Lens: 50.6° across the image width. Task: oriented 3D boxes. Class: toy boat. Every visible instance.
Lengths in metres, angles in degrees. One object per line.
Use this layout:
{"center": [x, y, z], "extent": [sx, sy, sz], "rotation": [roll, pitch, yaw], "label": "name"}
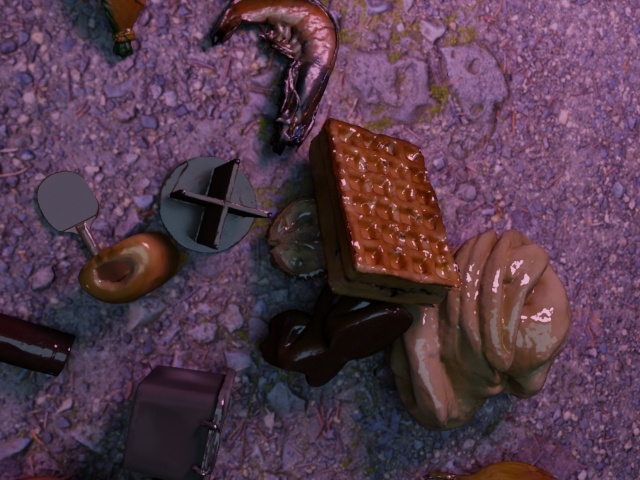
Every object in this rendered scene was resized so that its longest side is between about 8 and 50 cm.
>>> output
{"center": [-0.340, -0.411, 1.076], "extent": [0.088, 0.089, 0.229], "rotation": [-22, 98, 24], "label": "toy boat"}

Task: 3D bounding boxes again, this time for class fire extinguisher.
{"center": [-0.526, 0.147, 1.046], "extent": [0.268, 0.072, 0.089], "rotation": [21, 123, -16], "label": "fire extinguisher"}

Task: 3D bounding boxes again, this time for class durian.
{"center": [0.000, 0.000, 1.171], "extent": [0.189, 0.091, 0.148], "rotation": [3, 84, 5], "label": "durian"}

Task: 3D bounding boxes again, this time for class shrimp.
{"center": [-0.085, -0.296, 1.157], "extent": [0.223, 0.054, 0.290], "rotation": [12, 85, -17], "label": "shrimp"}

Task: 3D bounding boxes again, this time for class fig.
{"center": [0.323, 0.481, 1.274], "extent": [0.257, 0.159, 0.159], "rotation": [16, 87, 4], "label": "fig"}

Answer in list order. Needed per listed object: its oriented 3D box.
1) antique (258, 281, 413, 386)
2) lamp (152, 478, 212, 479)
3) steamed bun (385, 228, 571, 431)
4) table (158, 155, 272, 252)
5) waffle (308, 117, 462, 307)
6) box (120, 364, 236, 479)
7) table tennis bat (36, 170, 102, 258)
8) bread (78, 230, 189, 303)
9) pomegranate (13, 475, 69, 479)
{"center": [0.015, 0.139, 1.146], "extent": [0.257, 0.143, 0.121], "rotation": [-35, 137, 11], "label": "antique"}
{"center": [-0.214, 0.448, 1.113], "extent": [0.135, 0.156, 0.157], "rotation": [-16, 136, -51], "label": "lamp"}
{"center": [0.289, 0.156, 1.196], "extent": [0.373, 0.230, 0.324], "rotation": [-23, 101, -16], "label": "steamed bun"}
{"center": [-0.162, -0.056, 1.056], "extent": [0.167, 0.227, 0.166], "rotation": [-1, 93, -16], "label": "table"}
{"center": [0.097, -0.047, 1.107], "extent": [0.213, 0.091, 0.307], "rotation": [12, 52, -30], "label": "waffle"}
{"center": [-0.216, 0.281, 1.056], "extent": [0.135, 0.243, 0.163], "rotation": [13, 90, -5], "label": "box"}
{"center": [-0.397, -0.039, 1.103], "extent": [0.087, 0.013, 0.156], "rotation": [-30, 98, -15], "label": "table tennis bat"}
{"center": [-0.286, 0.045, 1.050], "extent": [0.134, 0.173, 0.085], "rotation": [-29, 91, 6], "label": "bread"}
{"center": [-0.391, 0.486, 0.983], "extent": [0.339, 0.338, 0.337], "rotation": [-1, 92, -16], "label": "pomegranate"}
